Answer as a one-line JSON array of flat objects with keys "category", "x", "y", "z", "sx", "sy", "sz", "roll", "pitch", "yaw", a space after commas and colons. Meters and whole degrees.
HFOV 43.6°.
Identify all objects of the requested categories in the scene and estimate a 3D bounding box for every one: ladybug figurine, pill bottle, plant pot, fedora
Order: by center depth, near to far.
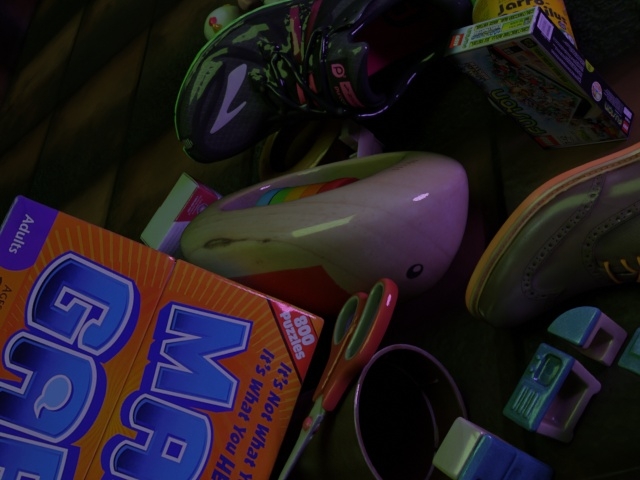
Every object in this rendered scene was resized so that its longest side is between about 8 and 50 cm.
[{"category": "plant pot", "x": 0.049, "y": 0.216, "z": 0.887, "sx": 0.165, "sy": 0.167, "sz": 0.167, "roll": -28, "pitch": 45, "yaw": 46}, {"category": "pill bottle", "x": 0.257, "y": -0.267, "z": 1.021, "sx": 0.117, "sy": 0.117, "sz": 0.208, "roll": -29, "pitch": 44, "yaw": 34}, {"category": "ladybug figurine", "x": 0.000, "y": 0.000, "z": 1.034, "sx": 0.305, "sy": 0.162, "sz": 0.449, "roll": -28, "pitch": 16, "yaw": -38}, {"category": "fedora", "x": -0.014, "y": -0.148, "z": 1.281, "sx": 0.194, "sy": 0.079, "sz": 0.194, "roll": -29, "pitch": 44, "yaw": 32}]

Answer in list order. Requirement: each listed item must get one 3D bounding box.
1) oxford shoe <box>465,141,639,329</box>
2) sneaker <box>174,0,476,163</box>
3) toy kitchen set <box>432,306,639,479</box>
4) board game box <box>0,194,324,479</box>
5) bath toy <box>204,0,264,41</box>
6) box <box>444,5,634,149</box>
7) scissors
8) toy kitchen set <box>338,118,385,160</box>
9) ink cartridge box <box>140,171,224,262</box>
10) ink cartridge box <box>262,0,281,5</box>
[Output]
[{"category": "oxford shoe", "x": 0.300, "y": -0.008, "z": 0.778, "sx": 0.364, "sy": 0.130, "sz": 0.132, "roll": -41, "pitch": 47, "yaw": 23}, {"category": "sneaker", "x": -0.003, "y": -0.253, "z": 1.136, "sx": 0.483, "sy": 0.185, "sz": 0.202, "roll": -29, "pitch": 33, "yaw": 10}, {"category": "toy kitchen set", "x": 0.237, "y": 0.166, "z": 0.721, "sx": 0.166, "sy": 0.122, "sz": 0.207, "roll": 26, "pitch": 85, "yaw": 54}, {"category": "board game box", "x": -0.257, "y": 0.211, "z": 0.967, "sx": 0.356, "sy": 0.356, "sz": 0.356, "roll": 145, "pitch": 147, "yaw": -71}, {"category": "bath toy", "x": -0.112, "y": -0.513, "z": 1.610, "sx": 0.348, "sy": 0.151, "sz": 0.129, "roll": -45, "pitch": 39, "yaw": 22}, {"category": "box", "x": 0.246, "y": -0.172, "z": 0.889, "sx": 0.114, "sy": 0.207, "sz": 0.036, "roll": -3, "pitch": 62, "yaw": 50}, {"category": "scissors", "x": 0.001, "y": 0.172, "z": 0.809, "sx": 0.297, "sy": 0.021, "sz": 0.109, "roll": -64, "pitch": 19, "yaw": -17}, {"category": "toy kitchen set", "x": 0.043, "y": -0.122, "z": 1.193, "sx": 0.075, "sy": 0.083, "sz": 0.068, "roll": -24, "pitch": 47, "yaw": 38}, {"category": "ink cartridge box", "x": -0.177, "y": -0.009, "z": 1.292, "sx": 0.127, "sy": 0.175, "sz": 0.072, "roll": -57, "pitch": 39, "yaw": 2}, {"category": "ink cartridge box", "x": 0.002, "y": -0.448, "z": 1.400, "sx": 0.197, "sy": 0.114, "sz": 0.273, "roll": -40, "pitch": 27, "yaw": 10}]
